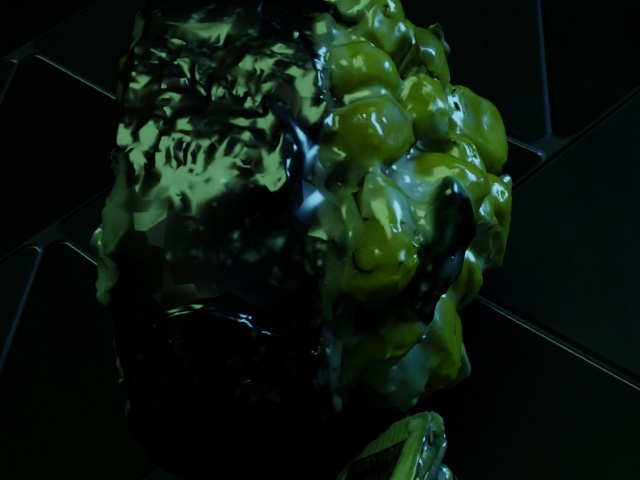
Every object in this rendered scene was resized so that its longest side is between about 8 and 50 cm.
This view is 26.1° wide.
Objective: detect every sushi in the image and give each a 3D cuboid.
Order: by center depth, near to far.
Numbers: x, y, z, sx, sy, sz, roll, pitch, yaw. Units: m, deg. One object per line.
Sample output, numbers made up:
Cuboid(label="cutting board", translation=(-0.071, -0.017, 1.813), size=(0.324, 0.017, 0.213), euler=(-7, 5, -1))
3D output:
Cuboid(label="sushi", translation=(0.000, 0.000, 1.014), size=(0.285, 0.327, 0.328), euler=(1, 39, 6))

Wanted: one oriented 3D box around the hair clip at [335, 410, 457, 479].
Cuboid(label="hair clip", translation=(0.001, 0.253, 0.883), size=(0.091, 0.138, 0.321), euler=(43, 56, -1))
